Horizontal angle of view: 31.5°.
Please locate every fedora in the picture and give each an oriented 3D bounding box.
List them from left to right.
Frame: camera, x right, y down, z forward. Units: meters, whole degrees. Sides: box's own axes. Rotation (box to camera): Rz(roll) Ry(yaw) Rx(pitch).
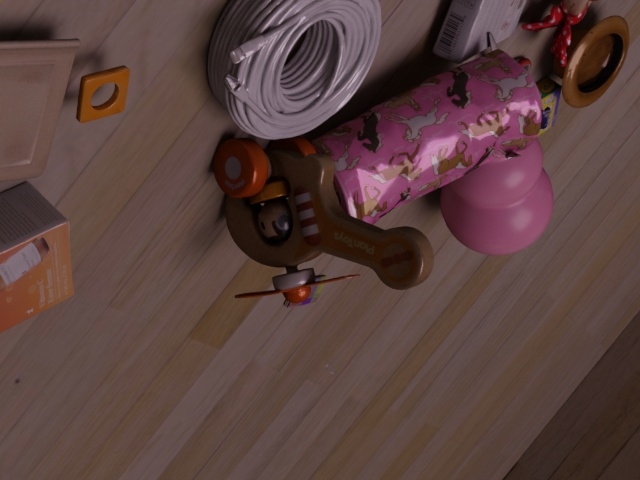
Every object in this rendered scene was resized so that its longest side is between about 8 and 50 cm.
[{"bbox_3d":[0.495,-0.344,2.126,0.194,0.079,0.194,-29,138,-31],"label":"fedora"}]

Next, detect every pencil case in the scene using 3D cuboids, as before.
[{"bbox_3d":[0.160,-0.150,1.762,0.386,0.167,0.160,-26,162,-16],"label":"pencil case"}]

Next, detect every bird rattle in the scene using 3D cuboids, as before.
[{"bbox_3d":[0.466,-0.433,1.956,0.207,0.143,0.254,-43,157,-47],"label":"bird rattle"}]

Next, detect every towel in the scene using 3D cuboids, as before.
[{"bbox_3d":[-0.025,0.088,1.988,0.083,0.009,0.060,-8,130,-51],"label":"towel"}]

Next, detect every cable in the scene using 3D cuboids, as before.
[{"bbox_3d":[-0.031,-0.253,1.512,0.257,0.089,0.257,-44,151,-13],"label":"cable"}]

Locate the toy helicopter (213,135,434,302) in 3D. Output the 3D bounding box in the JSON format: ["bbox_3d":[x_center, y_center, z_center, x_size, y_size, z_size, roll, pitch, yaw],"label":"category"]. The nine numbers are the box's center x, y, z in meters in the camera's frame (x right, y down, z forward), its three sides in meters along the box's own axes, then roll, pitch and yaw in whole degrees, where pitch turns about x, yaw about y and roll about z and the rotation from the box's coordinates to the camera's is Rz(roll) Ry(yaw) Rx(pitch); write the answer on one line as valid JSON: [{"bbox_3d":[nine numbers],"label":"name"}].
[{"bbox_3d":[0.000,0.000,1.570,0.140,0.355,0.235,-9,114,-50],"label":"toy helicopter"}]

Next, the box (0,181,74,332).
[{"bbox_3d":[-0.390,0.033,1.344,0.170,0.091,0.130,-30,145,-32],"label":"box"}]

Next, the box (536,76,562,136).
[{"bbox_3d":[0.379,-0.225,2.151,0.179,0.043,0.105,-33,146,-25],"label":"box"}]

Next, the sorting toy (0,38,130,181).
[{"bbox_3d":[-0.363,-0.142,1.231,0.347,0.047,0.196,-12,138,-47],"label":"sorting toy"}]

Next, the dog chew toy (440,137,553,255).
[{"bbox_3d":[0.307,-0.128,2.018,0.206,0.206,0.332,-38,140,-20],"label":"dog chew toy"}]

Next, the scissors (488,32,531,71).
[{"bbox_3d":[0.306,-0.285,1.958,0.109,0.021,0.297,-57,161,12],"label":"scissors"}]

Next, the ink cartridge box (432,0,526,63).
[{"bbox_3d":[0.278,-0.397,1.826,0.232,0.066,0.189,-41,155,-55],"label":"ink cartridge box"}]
